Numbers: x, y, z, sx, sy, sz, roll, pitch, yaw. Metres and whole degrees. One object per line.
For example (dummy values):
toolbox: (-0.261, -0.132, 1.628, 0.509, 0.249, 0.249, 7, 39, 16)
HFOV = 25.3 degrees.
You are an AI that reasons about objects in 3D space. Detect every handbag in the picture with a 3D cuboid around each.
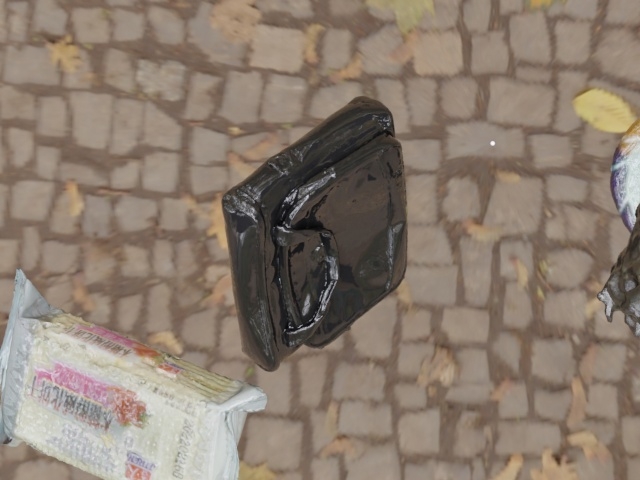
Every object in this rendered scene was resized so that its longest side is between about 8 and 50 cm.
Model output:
handbag: (0.000, 0.000, 1.582, 0.244, 0.275, 0.088, -36, 54, -29)

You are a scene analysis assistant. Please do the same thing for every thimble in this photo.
thimble: (0.486, -0.073, 1.804, 0.237, 0.150, 0.237, 6, 105, 22)

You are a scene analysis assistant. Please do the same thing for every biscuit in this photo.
biscuit: (-0.199, 0.169, 1.396, 0.309, 0.079, 0.186, 22, 108, 18)

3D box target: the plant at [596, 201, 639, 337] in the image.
plant: (0.361, 0.041, 1.265, 0.178, 0.204, 0.234, 24, 110, 47)
